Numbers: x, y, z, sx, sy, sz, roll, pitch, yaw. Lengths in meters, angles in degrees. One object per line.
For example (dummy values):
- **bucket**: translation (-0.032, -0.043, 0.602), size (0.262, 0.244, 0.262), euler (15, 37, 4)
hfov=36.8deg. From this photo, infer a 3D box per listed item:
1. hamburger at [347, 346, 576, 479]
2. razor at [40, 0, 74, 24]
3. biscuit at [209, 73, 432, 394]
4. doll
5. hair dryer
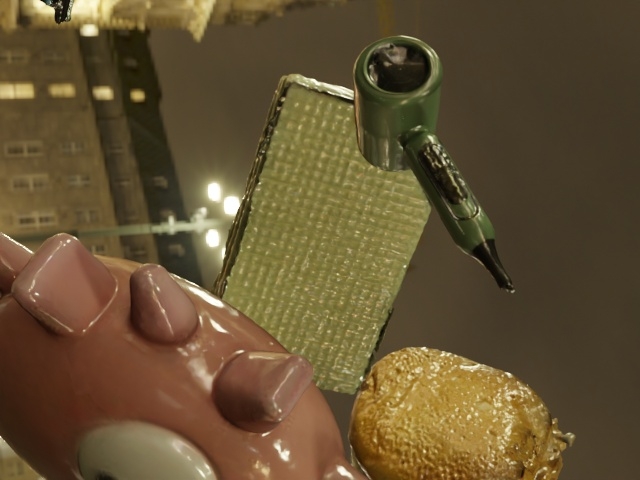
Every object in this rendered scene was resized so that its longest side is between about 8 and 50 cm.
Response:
- **hamburger**: translation (0.198, 0.295, 1.406), size (0.314, 0.290, 0.170), euler (16, -45, 22)
- **razor**: translation (-0.241, -0.134, 0.535), size (0.042, 0.253, 0.082), euler (45, -44, 16)
- **biscuit**: translation (0.000, 0.000, 0.777), size (0.052, 0.150, 0.252), euler (-113, -142, -62)
- **doll**: translation (-0.064, 0.077, 0.406), size (0.262, 0.093, 0.211), euler (22, -37, 20)
- **hair dryer**: translation (0.065, -0.033, 0.504), size (0.150, 0.047, 0.071), euler (60, -10, 27)
